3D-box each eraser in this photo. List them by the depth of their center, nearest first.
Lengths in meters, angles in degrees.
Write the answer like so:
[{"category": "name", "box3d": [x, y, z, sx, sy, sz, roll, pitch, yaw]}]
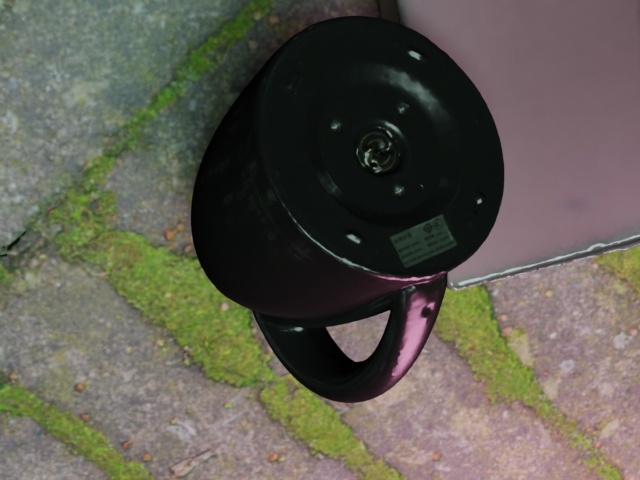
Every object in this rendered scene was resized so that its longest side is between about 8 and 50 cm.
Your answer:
[{"category": "eraser", "box3d": [0.195, -0.161, 1.167, 0.272, 0.122, 0.359, -15, 116, -2]}]

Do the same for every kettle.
[{"category": "kettle", "box3d": [0.000, 0.000, 1.103, 0.207, 0.290, 0.268, -17, 80, -31]}]
